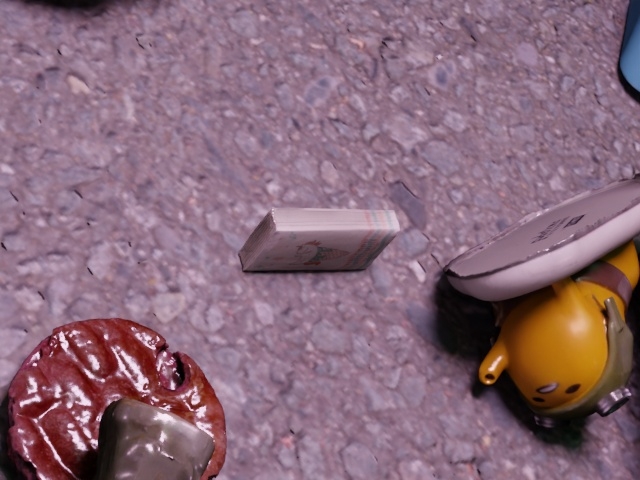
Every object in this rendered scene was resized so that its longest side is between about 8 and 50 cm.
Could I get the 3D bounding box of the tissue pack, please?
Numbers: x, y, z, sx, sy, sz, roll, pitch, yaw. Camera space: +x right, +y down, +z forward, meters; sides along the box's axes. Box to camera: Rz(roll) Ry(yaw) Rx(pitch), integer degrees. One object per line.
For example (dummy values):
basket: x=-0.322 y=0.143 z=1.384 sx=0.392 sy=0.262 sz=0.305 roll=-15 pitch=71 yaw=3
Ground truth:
tissue pack: x=0.000 y=0.000 z=1.262 sx=0.108 sy=0.056 sz=0.023 roll=-1 pitch=56 yaw=-33

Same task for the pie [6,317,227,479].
pie: x=-0.129 y=0.117 z=1.104 sx=0.153 sy=0.038 sz=0.154 roll=15 pitch=52 yaw=-20

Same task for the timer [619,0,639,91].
timer: x=0.400 y=-0.195 z=1.646 sx=0.231 sy=0.091 sz=0.250 roll=22 pitch=33 yaw=-1

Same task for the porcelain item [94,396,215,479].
porcelain item: x=-0.128 y=0.198 z=0.991 sx=0.069 sy=0.081 sz=0.216 roll=28 pitch=64 yaw=-12

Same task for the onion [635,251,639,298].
onion: x=0.305 y=0.041 z=1.412 sx=0.115 sy=0.104 sz=0.115 roll=5 pitch=21 yaw=-2

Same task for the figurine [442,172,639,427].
figurine: x=0.200 y=0.047 z=1.319 sx=0.250 sy=0.166 sz=0.141 roll=-30 pitch=97 yaw=-55
